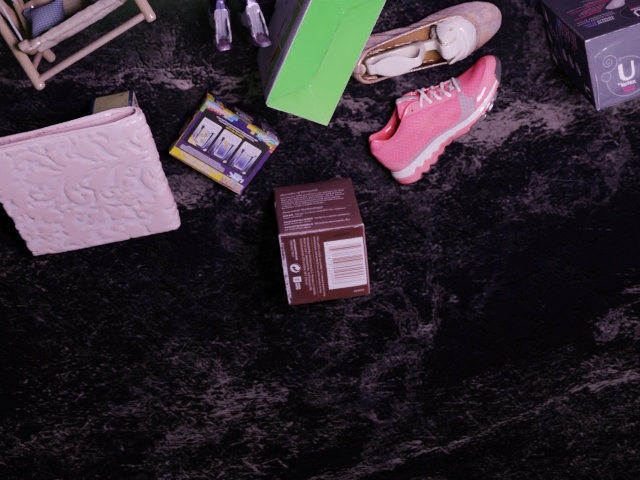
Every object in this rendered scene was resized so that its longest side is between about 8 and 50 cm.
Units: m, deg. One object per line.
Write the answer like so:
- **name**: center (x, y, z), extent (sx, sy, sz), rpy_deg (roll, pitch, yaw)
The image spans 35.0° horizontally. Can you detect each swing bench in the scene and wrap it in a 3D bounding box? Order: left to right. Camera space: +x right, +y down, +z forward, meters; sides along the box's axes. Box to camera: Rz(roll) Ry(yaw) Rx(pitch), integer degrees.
- **swing bench**: center (-0.453, -0.445, 1.741), extent (0.253, 0.165, 0.255), rpy_deg (-29, 119, 10)

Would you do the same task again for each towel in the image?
- **towel**: center (-0.455, -0.106, 1.944), extent (0.317, 0.053, 0.332), rpy_deg (-11, 143, -1)

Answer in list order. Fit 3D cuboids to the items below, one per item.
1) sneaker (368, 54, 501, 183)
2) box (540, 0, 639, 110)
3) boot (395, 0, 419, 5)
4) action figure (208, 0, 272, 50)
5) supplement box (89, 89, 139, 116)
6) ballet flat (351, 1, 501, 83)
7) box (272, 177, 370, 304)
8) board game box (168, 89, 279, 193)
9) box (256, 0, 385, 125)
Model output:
- **sneaker**: center (0.219, -0.251, 1.970), extent (0.136, 0.116, 0.314), rpy_deg (35, 110, -22)
- **box**: center (0.525, -0.370, 1.849), extent (0.165, 0.270, 0.143), rpy_deg (-18, 120, 4)
- **boot**: center (0.224, -0.512, 1.779), extent (0.207, 0.094, 0.246), rpy_deg (-4, 151, 3)
- **action figure**: center (-0.158, -0.479, 1.764), extent (0.185, 0.099, 0.285), rpy_deg (-11, 118, -4)
- **supplement box**: center (-0.387, -0.236, 1.917), extent (0.083, 0.083, 0.056), rpy_deg (-13, 123, 0)
- **ballet flat**: center (0.199, -0.360, 1.908), extent (0.316, 0.106, 0.108), rpy_deg (-19, 121, 3)
- **box**: center (0.000, 0.000, 2.035), extent (0.167, 0.203, 0.168), rpy_deg (-9, 120, -2)
- **board game box**: center (-0.189, -0.191, 1.991), extent (0.170, 0.048, 0.141), rpy_deg (31, 114, -23)
- **box**: center (-0.008, -0.379, 1.798), extent (0.126, 0.231, 0.262), rpy_deg (18, 116, -18)
